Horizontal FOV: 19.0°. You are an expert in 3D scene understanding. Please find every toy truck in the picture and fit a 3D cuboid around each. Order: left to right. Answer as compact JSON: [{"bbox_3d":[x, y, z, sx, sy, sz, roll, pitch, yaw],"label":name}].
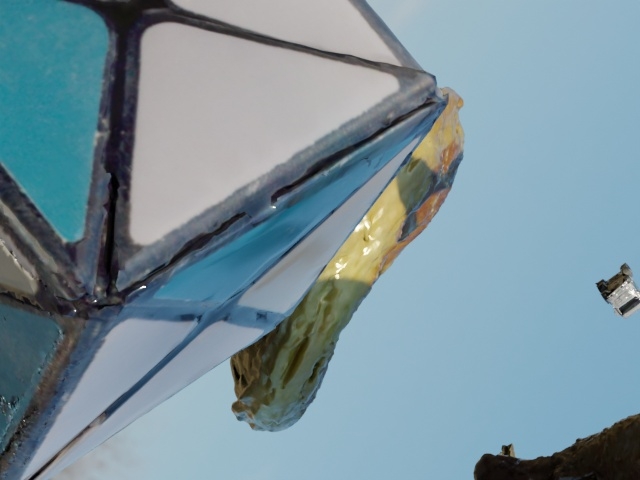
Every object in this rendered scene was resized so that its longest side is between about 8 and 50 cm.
[{"bbox_3d":[0.317,0.055,1.992,0.039,0.044,0.083,-37,-173,10],"label":"toy truck"}]

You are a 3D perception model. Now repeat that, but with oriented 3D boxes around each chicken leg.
[{"bbox_3d":[0.248,0.214,1.447,0.177,0.083,0.322,-40,-144,-1],"label":"chicken leg"}]

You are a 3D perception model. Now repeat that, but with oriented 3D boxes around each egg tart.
[{"bbox_3d":[0.000,0.000,2.090,0.443,0.178,0.443,-58,175,-8],"label":"egg tart"}]

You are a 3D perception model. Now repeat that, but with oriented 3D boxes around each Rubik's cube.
[{"bbox_3d":[-0.157,-0.056,1.184,0.310,0.305,0.307,-30,167,-37],"label":"Rubik's cube"}]

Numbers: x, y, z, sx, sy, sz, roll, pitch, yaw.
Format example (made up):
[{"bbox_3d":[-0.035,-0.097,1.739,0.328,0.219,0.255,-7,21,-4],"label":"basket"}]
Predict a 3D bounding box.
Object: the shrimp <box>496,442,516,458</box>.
[{"bbox_3d":[0.195,0.285,1.950,0.091,0.043,0.184,-55,-159,37],"label":"shrimp"}]
